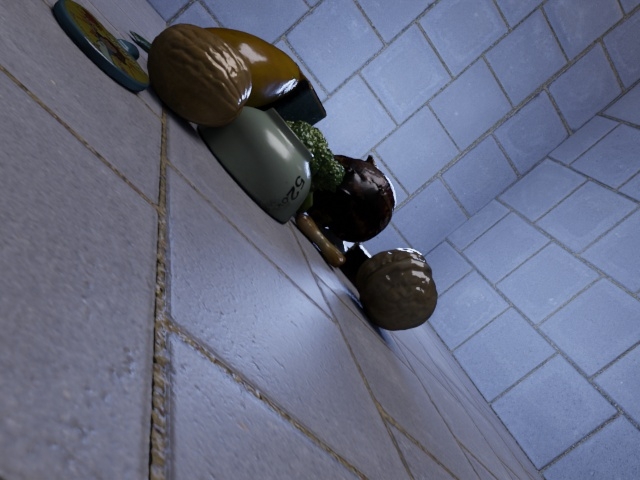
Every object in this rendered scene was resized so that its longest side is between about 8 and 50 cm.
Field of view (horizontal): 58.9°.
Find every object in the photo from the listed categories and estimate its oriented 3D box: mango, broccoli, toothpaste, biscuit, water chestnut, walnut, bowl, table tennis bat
[{"bbox_3d":[-0.243,-0.491,1.654,0.300,0.231,0.446,7,16,38],"label":"mango"},{"bbox_3d":[-0.026,-0.242,1.787,0.254,0.186,0.302,3,-44,46],"label":"broccoli"},{"bbox_3d":[-0.510,-0.578,1.736,0.049,0.031,0.204,51,8,21],"label":"toothpaste"},{"bbox_3d":[0.157,0.120,1.928,0.252,0.106,0.070,48,8,-2],"label":"biscuit"},{"bbox_3d":[0.115,-0.170,2.012,0.335,0.335,0.346,48,51,-20],"label":"water chestnut"},{"bbox_3d":[0.000,0.000,1.795,0.207,0.047,0.164,50,7,4],"label":"biscuit"},{"bbox_3d":[0.221,0.144,1.663,0.248,0.248,0.248,49,6,-7],"label":"walnut"},{"bbox_3d":[-0.143,-0.235,1.542,0.353,0.185,0.354,49,6,-7],"label":"bowl"},{"bbox_3d":[-0.289,-0.393,1.346,0.261,0.225,0.225,44,7,-8],"label":"walnut"},{"bbox_3d":[-0.427,-0.392,1.152,0.215,0.044,0.329,47,8,-14],"label":"table tennis bat"}]

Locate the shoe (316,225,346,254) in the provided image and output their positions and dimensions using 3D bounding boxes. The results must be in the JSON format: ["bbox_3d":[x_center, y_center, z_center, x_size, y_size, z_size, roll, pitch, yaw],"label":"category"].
[{"bbox_3d":[0.046,-0.014,2.086,0.195,0.078,0.079,48,4,20],"label":"shoe"}]

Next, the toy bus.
[{"bbox_3d":[-0.158,-0.421,1.899,0.194,0.324,0.162,57,1,39],"label":"toy bus"}]
